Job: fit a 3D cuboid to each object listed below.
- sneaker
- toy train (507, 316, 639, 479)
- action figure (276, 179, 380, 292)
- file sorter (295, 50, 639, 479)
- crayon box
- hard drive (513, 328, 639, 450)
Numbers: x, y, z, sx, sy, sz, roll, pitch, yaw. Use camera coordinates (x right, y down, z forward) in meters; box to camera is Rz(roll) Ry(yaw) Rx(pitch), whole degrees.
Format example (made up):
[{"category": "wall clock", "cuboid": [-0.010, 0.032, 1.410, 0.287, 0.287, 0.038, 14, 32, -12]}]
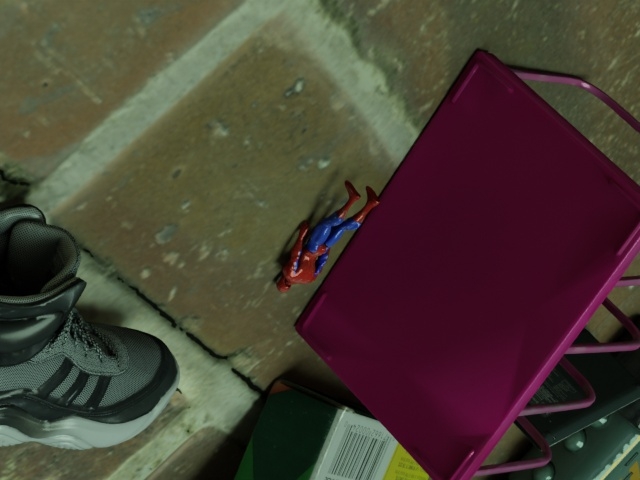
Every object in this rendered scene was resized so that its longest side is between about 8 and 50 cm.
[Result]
[{"category": "sneaker", "cuboid": [-0.179, 0.060, 1.252, 0.268, 0.101, 0.153, 2, 131, -46]}, {"category": "toy train", "cuboid": [0.327, 0.229, 2.015, 0.334, 0.142, 0.190, -49, 137, 15]}, {"category": "action figure", "cuboid": [0.000, 0.000, 1.453, 0.038, 0.030, 0.115, 10, 127, -46]}, {"category": "file sorter", "cuboid": [0.166, 0.026, 1.509, 0.182, 0.202, 0.291, 0, 130, -52]}, {"category": "crayon box", "cuboid": [-0.021, 0.296, 1.643, 0.202, 0.081, 0.318, 26, 86, -57]}, {"category": "hard drive", "cuboid": [0.244, 0.147, 1.845, 0.135, 0.094, 0.022, -24, 144, -28]}]
